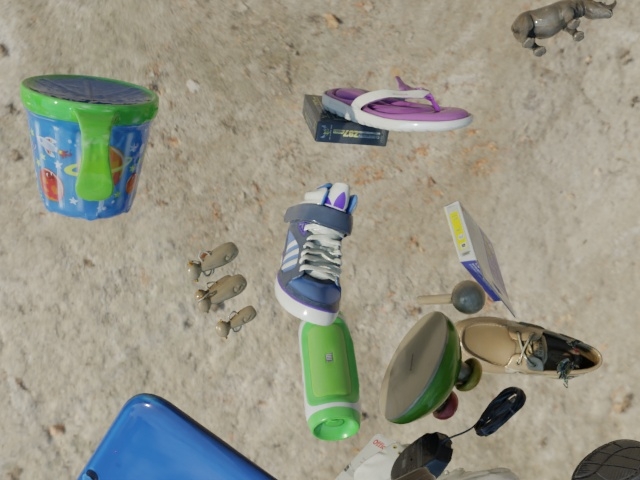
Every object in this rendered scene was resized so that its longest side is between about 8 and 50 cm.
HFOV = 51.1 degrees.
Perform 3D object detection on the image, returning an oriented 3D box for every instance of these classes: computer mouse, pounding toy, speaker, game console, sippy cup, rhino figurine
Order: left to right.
[{"bbox_3d":[-0.419,-0.166,1.215,0.240,0.305,0.224,15,113,10],"label":"sippy cup"},{"bbox_3d":[-0.084,0.265,0.615,0.250,0.173,0.293,-2,136,-50],"label":"game console"},{"bbox_3d":[0.019,0.302,1.548,0.131,0.297,0.131,-4,137,-4],"label":"speaker"},{"bbox_3d":[0.194,0.192,1.040,0.110,0.183,0.237,30,66,-9],"label":"pounding toy"},{"bbox_3d":[0.193,0.283,0.937,0.041,0.071,0.242,44,116,-11],"label":"computer mouse"},{"bbox_3d":[0.534,-0.486,1.467,0.243,0.106,0.073,-20,142,1],"label":"rhino figurine"}]

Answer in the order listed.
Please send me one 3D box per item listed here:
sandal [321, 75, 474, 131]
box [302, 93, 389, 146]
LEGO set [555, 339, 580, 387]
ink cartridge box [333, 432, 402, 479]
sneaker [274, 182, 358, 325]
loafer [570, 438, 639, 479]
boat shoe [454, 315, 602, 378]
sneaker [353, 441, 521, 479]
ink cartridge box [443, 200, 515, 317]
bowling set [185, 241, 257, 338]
[{"bbox_3d":[0.157,-0.327,1.553,0.169,0.416,0.102,-28,125,-41],"label":"sandal"},{"bbox_3d":[0.059,-0.310,1.717,0.183,0.233,0.059,3,117,-13],"label":"box"},{"bbox_3d":[0.410,0.202,1.116,0.054,0.023,0.083,21,87,-39],"label":"LEGO set"},{"bbox_3d":[0.102,0.496,1.315,0.203,0.148,0.086,-42,107,-18],"label":"ink cartridge box"},{"bbox_3d":[0.000,0.000,1.348,0.130,0.323,0.236,17,109,-13],"label":"sneaker"},{"bbox_3d":[0.475,0.447,1.125,0.302,0.109,0.095,-26,106,-43],"label":"loafer"},{"bbox_3d":[0.428,0.222,1.402,0.341,0.110,0.122,9,74,-19],"label":"boat shoe"},{"bbox_3d":[0.185,0.401,1.136,0.292,0.169,0.108,-23,125,13],"label":"sneaker"},{"bbox_3d":[0.515,0.070,2.164,0.072,0.307,0.303,-23,140,23],"label":"ink cartridge box"},{"bbox_3d":[-0.308,0.120,1.848,0.154,0.199,0.287,-30,124,-27],"label":"bowling set"}]
